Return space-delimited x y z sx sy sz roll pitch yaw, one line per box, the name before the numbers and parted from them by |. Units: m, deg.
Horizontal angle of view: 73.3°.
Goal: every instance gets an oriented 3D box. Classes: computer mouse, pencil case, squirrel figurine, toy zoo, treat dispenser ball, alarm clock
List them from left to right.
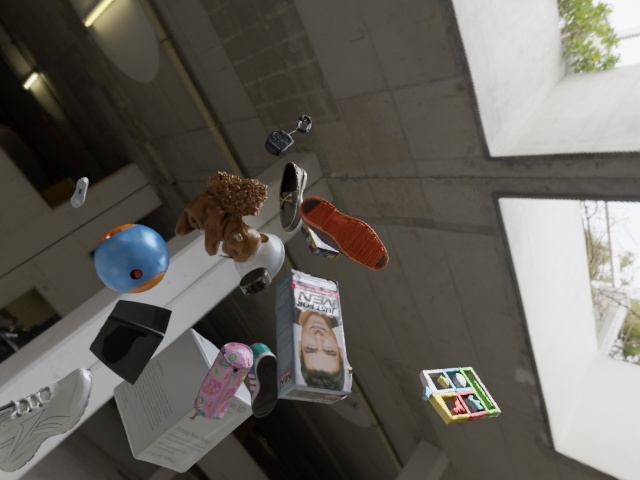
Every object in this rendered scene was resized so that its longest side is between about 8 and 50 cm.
treat dispenser ball | -0.774 0.076 1.775 0.288 0.288 0.288 33 -32 24
pencil case | -0.328 0.478 1.456 0.124 0.124 0.284 38 -67 17
squirrel figurine | -0.396 -0.102 1.927 0.370 0.397 0.281 32 12 38
alarm clock | -0.268 0.156 1.765 0.064 0.129 0.192 62 3 -18
computer mouse | -0.102 -0.343 1.407 0.071 0.242 0.041 40 -39 3
toy zoo | 0.474 0.540 1.513 0.030 0.293 0.192 -64 -145 32

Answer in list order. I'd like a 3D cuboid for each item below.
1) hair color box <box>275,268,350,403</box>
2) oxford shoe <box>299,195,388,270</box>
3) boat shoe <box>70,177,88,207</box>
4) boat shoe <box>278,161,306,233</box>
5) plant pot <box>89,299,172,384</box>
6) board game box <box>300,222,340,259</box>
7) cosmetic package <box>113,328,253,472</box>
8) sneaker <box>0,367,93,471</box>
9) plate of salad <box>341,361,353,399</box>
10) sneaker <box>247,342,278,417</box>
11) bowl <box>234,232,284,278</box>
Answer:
hair color box | -0.031 0.288 1.316 0.185 0.375 0.113 17 -43 -27
oxford shoe | 0.084 -0.016 1.526 0.363 0.130 0.133 40 -17 12
boat shoe | -0.726 -0.147 1.302 0.035 0.035 0.100 21 -66 -15
boat shoe | -0.131 -0.189 1.864 0.116 0.325 0.096 -8 -28 30
plant pot | -0.589 0.291 1.328 0.166 0.188 0.187 33 7 -19
board game box | 0.000 0.000 1.929 0.048 0.141 0.170 -53 -138 29
cosmetic package | -0.544 0.649 1.754 0.327 0.393 0.329 45 -10 40
sneaker | -0.657 0.404 0.988 0.111 0.297 0.129 39 -11 47
plate of salad | 0.090 0.607 1.928 0.048 0.200 0.200 -17 -66 35
sneaker | -0.245 0.519 1.669 0.178 0.123 0.296 40 -52 55
bowl | -0.347 0.075 2.247 0.297 0.298 0.134 23 -11 37
